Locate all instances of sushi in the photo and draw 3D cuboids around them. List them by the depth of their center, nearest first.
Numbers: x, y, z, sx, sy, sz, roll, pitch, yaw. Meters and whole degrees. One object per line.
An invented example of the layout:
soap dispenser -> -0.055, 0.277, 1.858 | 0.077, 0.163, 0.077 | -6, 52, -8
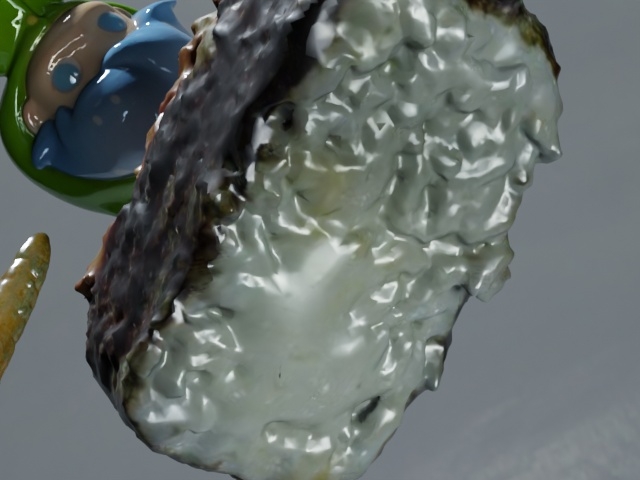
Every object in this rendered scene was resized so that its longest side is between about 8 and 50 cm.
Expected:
sushi -> -0.006, -0.012, 0.910 | 0.343, 0.196, 0.182 | -63, 22, 14

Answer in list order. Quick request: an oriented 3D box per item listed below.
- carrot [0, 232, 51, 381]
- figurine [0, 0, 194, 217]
carrot -> -0.165, 0.099, 0.669 | 0.049, 0.049, 0.254 | -3, 52, 39
figurine -> -0.179, -0.123, 1.163 | 0.162, 0.263, 0.143 | -54, 1, -32
